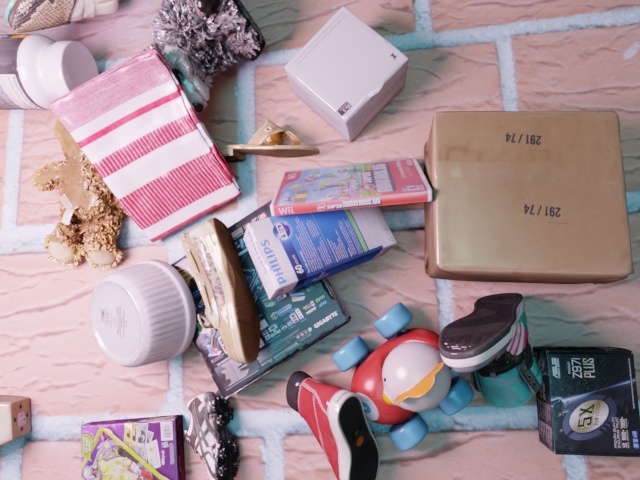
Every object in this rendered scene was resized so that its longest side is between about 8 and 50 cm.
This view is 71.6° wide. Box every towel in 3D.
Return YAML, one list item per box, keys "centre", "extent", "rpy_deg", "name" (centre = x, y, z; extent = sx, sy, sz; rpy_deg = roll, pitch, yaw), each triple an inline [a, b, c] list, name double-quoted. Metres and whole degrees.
- centre: [-0.337, -0.178, 0.892]
  extent: [0.237, 0.037, 0.329]
  rpy_deg: [-27, 113, 3]
  name: "towel"

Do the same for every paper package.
- centre: [0.364, -0.077, 0.830]
  extent: [0.324, 0.168, 0.310]
  rpy_deg: [0, 80, 7]
  name: "paper package"

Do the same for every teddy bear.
- centre: [-0.504, -0.101, 0.977]
  extent: [0.244, 0.113, 0.338]
  rpy_deg: [-12, 88, 11]
  name: "teddy bear"

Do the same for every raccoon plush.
- centre: [-0.314, -0.466, 0.996]
  extent: [0.299, 0.216, 0.447]
  rpy_deg: [-34, 53, 13]
  name: "raccoon plush"

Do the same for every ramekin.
- centre: [-0.354, 0.147, 0.868]
  extent: [0.207, 0.109, 0.207]
  rpy_deg: [5, 100, 31]
  name: "ramekin"

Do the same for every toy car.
- centre: [0.145, 0.245, 0.772]
  extent: [0.210, 0.238, 0.219]
  rpy_deg: [-38, 79, 0]
  name: "toy car"

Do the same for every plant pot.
- centre: [-0.670, 0.376, 0.921]
  extent: [0.096, 0.109, 0.109]
  rpy_deg: [-9, 81, -7]
  name: "plant pot"

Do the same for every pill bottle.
- centre: [-0.664, -0.376, 0.995]
  extent: [0.278, 0.162, 0.162]
  rpy_deg: [2, 82, 7]
  name: "pill bottle"

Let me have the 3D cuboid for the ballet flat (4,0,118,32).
- centre: [-0.519, -0.642, 1.010]
  extent: [0.182, 0.164, 0.483]
  rpy_deg: [25, 71, -32]
  name: "ballet flat"

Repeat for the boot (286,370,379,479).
- centre: [0.014, 0.369, 0.856]
  extent: [0.176, 0.088, 0.245]
  rpy_deg: [6, 116, 47]
  name: "boot"

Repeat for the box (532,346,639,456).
- centre: [0.480, 0.286, 0.808]
  extent: [0.147, 0.077, 0.180]
  rpy_deg: [-1, 82, 7]
  name: "box"

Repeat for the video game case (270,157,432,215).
- centre: [0.057, -0.108, 0.863]
  extent: [0.284, 0.204, 0.025]
  rpy_deg: [-5, 116, 6]
  name: "video game case"

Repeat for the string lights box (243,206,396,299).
- centre: [0.000, 0.000, 0.850]
  extent: [0.259, 0.077, 0.133]
  rpy_deg: [-19, 75, -23]
  name: "string lights box"

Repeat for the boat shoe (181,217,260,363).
- centre: [-0.188, 0.099, 0.837]
  extent: [0.089, 0.104, 0.285]
  rpy_deg: [-22, 68, 8]
  name: "boat shoe"

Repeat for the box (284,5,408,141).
- centre: [0.055, -0.342, 0.928]
  extent: [0.182, 0.119, 0.181]
  rpy_deg: [44, 88, 10]
  name: "box"

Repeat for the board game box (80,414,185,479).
- centre: [-0.372, 0.540, 0.888]
  extent: [0.208, 0.056, 0.347]
  rpy_deg: [-5, 81, 2]
  name: "board game box"

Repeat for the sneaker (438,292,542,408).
- centre: [0.294, 0.210, 0.760]
  extent: [0.123, 0.295, 0.179]
  rpy_deg: [-10, 93, 38]
  name: "sneaker"

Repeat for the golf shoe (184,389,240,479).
- centre: [-0.219, 0.404, 0.883]
  extent: [0.093, 0.077, 0.198]
  rpy_deg: [-13, 76, 19]
  name: "golf shoe"

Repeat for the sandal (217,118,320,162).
- centre: [-0.123, -0.219, 0.947]
  extent: [0.239, 0.088, 0.079]
  rpy_deg: [-3, 87, 11]
  name: "sandal"

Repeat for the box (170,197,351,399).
- centre: [-0.136, 0.114, 0.908]
  extent: [0.295, 0.073, 0.293]
  rpy_deg: [-33, 78, 0]
  name: "box"
